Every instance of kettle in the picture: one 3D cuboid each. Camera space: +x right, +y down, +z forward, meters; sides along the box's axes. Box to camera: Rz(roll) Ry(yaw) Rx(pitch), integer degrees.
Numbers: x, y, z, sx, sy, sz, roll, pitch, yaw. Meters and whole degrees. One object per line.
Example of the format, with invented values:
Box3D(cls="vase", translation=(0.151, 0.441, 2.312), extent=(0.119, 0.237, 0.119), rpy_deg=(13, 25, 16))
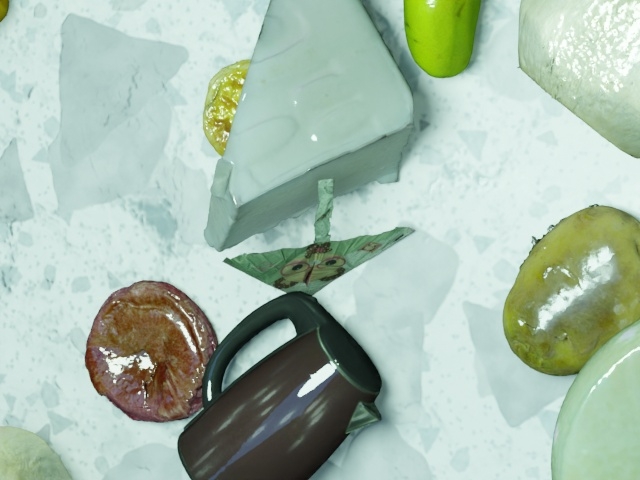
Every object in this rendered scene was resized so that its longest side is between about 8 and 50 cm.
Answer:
Box3D(cls="kettle", translation=(-0.048, 0.187, 1.617), extent=(0.232, 0.144, 0.202), rpy_deg=(-44, 61, 14))

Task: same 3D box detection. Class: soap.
Box3D(cls="soap", translation=(-0.062, -0.175, 1.524), extent=(0.258, 0.159, 0.302), rpy_deg=(-26, 80, -13))

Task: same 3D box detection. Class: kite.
Box3D(cls="kite", translation=(0.000, 0.001, 1.556), extent=(0.229, 0.250, 0.012), rpy_deg=(-12, 61, -15))

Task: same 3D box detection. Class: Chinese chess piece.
Box3D(cls="Chinese chess piece", translation=(0.409, 0.230, 1.395), extent=(0.349, 0.146, 0.349), rpy_deg=(2, 96, 16))

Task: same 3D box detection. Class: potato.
Box3D(cls="potato", translation=(0.276, 0.056, 1.492), extent=(0.164, 0.081, 0.200), rpy_deg=(41, 105, 17))

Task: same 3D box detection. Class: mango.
Box3D(cls="mango", translation=(0.134, -0.260, 1.509), extent=(0.089, 0.117, 0.163), rpy_deg=(-3, 94, 11))

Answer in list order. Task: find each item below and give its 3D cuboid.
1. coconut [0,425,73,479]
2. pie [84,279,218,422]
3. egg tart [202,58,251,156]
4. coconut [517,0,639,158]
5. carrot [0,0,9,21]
Box3D(cls="coconut", translation=(-0.417, 0.364, 1.731), extent=(0.259, 0.259, 0.259), rpy_deg=(2, 94, 23))
Box3D(cls="pie", translation=(-0.210, 0.140, 1.721), extent=(0.182, 0.049, 0.182), rpy_deg=(2, 97, 19))
Box3D(cls="egg tart", translation=(-0.077, -0.151, 1.642), extent=(0.130, 0.052, 0.130), rpy_deg=(1, 93, 23))
Box3D(cls="coconut", translation=(0.330, -0.224, 1.368), extent=(0.245, 0.245, 0.247), rpy_deg=(42, 107, 15))
Box3D(cls="carrot", translation=(-0.548, -0.333, 1.733), extent=(0.341, 0.241, 0.241), rpy_deg=(-17, 87, 22))
